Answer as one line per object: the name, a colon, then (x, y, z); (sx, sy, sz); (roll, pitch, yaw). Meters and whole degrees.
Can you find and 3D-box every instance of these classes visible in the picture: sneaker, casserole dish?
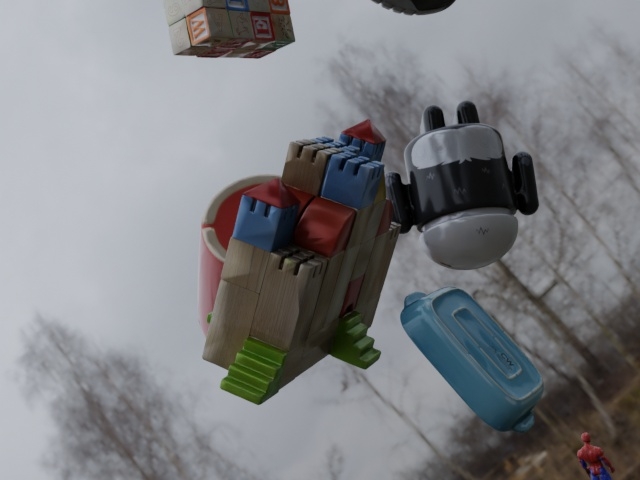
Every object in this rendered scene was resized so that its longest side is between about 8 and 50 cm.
sneaker: (0.087, -0.384, 1.512); (0.132, 0.229, 0.086); (-5, -73, -84)
casserole dish: (0.164, 0.117, 1.108); (0.114, 0.188, 0.037); (-20, -25, -53)

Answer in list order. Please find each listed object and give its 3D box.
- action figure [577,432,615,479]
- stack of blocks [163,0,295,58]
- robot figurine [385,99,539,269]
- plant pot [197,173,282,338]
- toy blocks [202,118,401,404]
action figure: (0.351, 0.293, 1.333); (0.038, 0.115, 0.030); (-13, 18, 33)
stack of blocks: (-0.153, -0.423, 1.551); (0.171, 0.297, 0.087); (-7, -5, -46)
robot figurine: (0.233, -0.088, 1.769); (0.209, 0.278, 0.174); (-20, -18, 36)
plant pot: (-0.083, 0.040, 1.733); (0.275, 0.275, 0.243); (-36, -29, -21)
toy blocks: (0.000, 0.000, 1.221); (0.381, 0.191, 0.260); (-24, -48, -65)
